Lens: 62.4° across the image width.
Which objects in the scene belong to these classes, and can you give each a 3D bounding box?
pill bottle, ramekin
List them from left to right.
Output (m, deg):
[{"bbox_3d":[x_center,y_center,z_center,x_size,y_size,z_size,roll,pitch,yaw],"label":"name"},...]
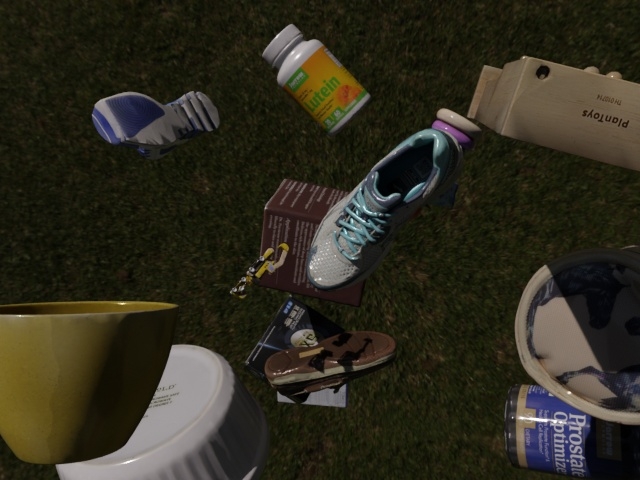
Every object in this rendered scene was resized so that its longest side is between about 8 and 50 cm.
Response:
[{"bbox_3d":[-0.211,0.252,0.693,0.273,0.273,0.127,-12,116,5],"label":"ramekin"},{"bbox_3d":[-0.012,-0.371,1.223,0.136,0.136,0.246,-45,99,2],"label":"pill bottle"},{"bbox_3d":[0.381,0.272,0.740,0.219,0.123,0.122,-3,87,30],"label":"pill bottle"}]

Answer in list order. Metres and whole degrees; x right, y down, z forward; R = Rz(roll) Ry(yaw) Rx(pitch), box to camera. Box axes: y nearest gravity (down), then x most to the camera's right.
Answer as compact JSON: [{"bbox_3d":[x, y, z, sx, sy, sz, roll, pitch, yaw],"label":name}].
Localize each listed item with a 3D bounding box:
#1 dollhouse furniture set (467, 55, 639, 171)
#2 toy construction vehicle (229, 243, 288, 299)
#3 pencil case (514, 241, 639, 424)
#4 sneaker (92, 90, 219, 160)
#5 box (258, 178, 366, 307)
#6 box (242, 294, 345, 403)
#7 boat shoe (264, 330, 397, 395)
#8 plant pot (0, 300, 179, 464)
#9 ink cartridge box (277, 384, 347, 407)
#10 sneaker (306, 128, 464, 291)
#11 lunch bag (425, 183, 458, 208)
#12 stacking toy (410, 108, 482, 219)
[{"bbox_3d":[0.187,-0.177,0.324,0.212,0.161,0.242,17,108,5],"label":"dollhouse furniture set"},{"bbox_3d":[-0.095,0.051,0.843,0.035,0.086,0.098,42,60,-2],"label":"toy construction vehicle"},{"bbox_3d":[0.373,0.069,0.583,0.160,0.410,0.183,48,124,30],"label":"pencil case"},{"bbox_3d":[-0.391,-0.245,1.217,0.182,0.315,0.127,-25,92,32],"label":"sneaker"},{"bbox_3d":[0.000,0.000,1.017,0.203,0.167,0.168,12,116,5],"label":"box"},{"bbox_3d":[-0.057,0.235,1.143,0.147,0.077,0.180,34,64,-1],"label":"box"},{"bbox_3d":[0.026,0.248,1.035,0.258,0.095,0.095,-11,120,10],"label":"boat shoe"},{"bbox_3d":[-0.165,0.092,0.359,0.134,0.134,0.095,-1,87,5],"label":"plant pot"},{"bbox_3d":[-0.025,0.411,1.629,0.224,0.045,0.223,4,116,7],"label":"ink cartridge box"},{"bbox_3d":[0.069,-0.045,0.712,0.110,0.122,0.283,44,102,14],"label":"sneaker"},{"bbox_3d":[0.335,-0.160,1.681,0.151,0.129,0.096,12,84,50],"label":"lunch bag"},{"bbox_3d":[0.316,-0.202,1.516,0.141,0.141,0.330,32,103,6],"label":"stacking toy"}]
